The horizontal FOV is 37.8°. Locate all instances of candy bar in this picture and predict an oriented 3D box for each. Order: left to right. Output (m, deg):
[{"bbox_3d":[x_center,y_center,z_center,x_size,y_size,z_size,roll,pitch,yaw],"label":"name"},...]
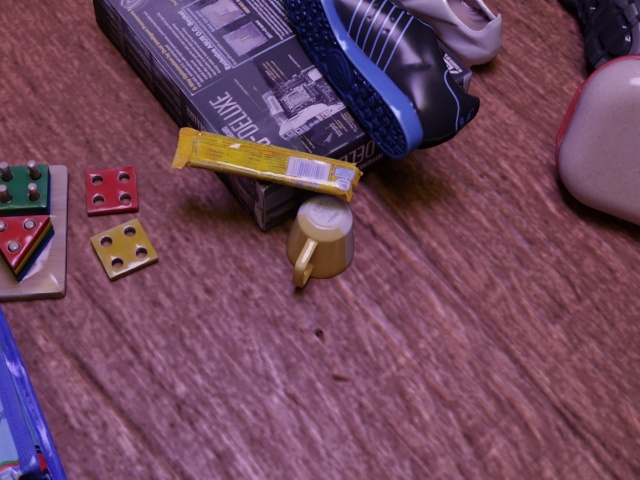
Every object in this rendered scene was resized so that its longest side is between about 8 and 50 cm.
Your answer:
[{"bbox_3d":[-0.045,-0.064,0.792,0.162,0.018,0.040,12,65,1],"label":"candy bar"}]

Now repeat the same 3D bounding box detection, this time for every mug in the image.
[{"bbox_3d":[0.003,-0.002,0.822,0.062,0.064,0.078,-4,61,-8],"label":"mug"}]

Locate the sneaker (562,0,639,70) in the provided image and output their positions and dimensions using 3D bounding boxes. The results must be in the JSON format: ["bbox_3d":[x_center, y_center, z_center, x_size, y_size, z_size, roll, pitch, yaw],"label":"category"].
[{"bbox_3d":[0.322,-0.264,1.000,0.106,0.101,0.267,10,56,-25],"label":"sneaker"}]

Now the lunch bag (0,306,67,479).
[{"bbox_3d":[-0.330,0.120,0.676,0.221,0.138,0.293,-25,55,-14],"label":"lunch bag"}]

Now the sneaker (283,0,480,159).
[{"bbox_3d":[0.049,-0.179,0.833,0.090,0.081,0.232,-25,74,-22],"label":"sneaker"}]

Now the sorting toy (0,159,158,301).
[{"bbox_3d":[-0.282,-0.015,0.814,0.275,0.046,0.132,-3,61,-7],"label":"sorting toy"}]

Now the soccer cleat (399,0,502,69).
[{"bbox_3d":[0.111,-0.257,0.971,0.196,0.076,0.068,40,65,17],"label":"soccer cleat"}]

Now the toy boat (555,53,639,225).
[{"bbox_3d":[0.344,-0.091,0.879,0.231,0.151,0.151,22,32,8],"label":"toy boat"}]

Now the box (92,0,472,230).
[{"bbox_3d":[-0.043,-0.190,0.918,0.242,0.076,0.307,-32,68,-21],"label":"box"}]
